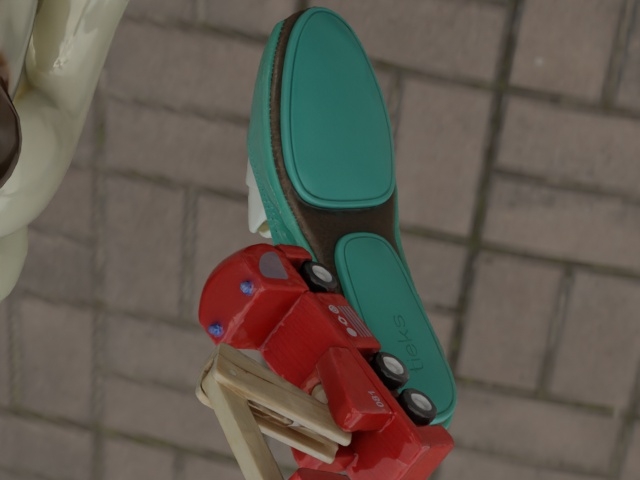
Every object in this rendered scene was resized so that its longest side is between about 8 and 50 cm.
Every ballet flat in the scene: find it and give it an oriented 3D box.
[{"bbox_3d":[0.000,0.000,1.019,0.083,0.247,0.087,2,154,-39],"label":"ballet flat"}]

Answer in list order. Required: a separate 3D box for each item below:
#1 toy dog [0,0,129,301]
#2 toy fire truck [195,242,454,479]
[{"bbox_3d":[-0.259,-0.077,0.836,0.284,0.395,0.408,54,148,0],"label":"toy dog"},{"bbox_3d":[-0.011,0.076,0.886,0.135,0.192,0.047,5,130,-51],"label":"toy fire truck"}]
